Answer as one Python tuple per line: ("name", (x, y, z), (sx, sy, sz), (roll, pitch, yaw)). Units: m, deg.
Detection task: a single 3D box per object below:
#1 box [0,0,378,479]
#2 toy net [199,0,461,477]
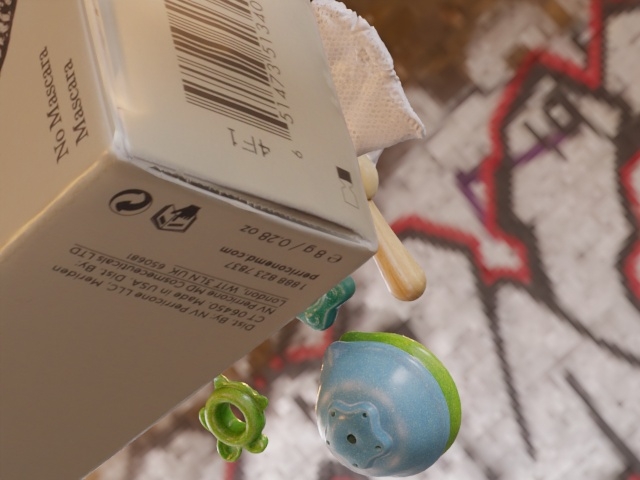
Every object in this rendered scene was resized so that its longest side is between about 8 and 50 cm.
("box", (-0.116, 0.020, 0.561), (0.094, 0.113, 0.275), (19, -47, -41))
("toy net", (0.000, 0.000, 0.841), (0.045, 0.122, 0.232), (-35, -49, -53))
